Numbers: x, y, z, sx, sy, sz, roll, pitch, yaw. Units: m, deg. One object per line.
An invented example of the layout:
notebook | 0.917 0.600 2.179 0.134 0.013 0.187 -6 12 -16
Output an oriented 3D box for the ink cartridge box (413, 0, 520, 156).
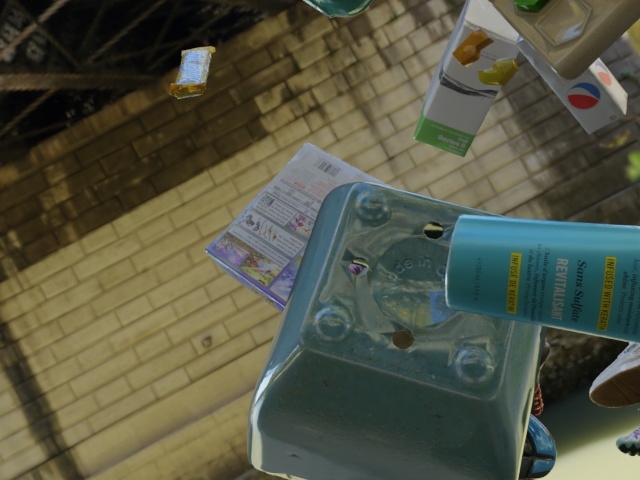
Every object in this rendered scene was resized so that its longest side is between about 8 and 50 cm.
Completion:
ink cartridge box | 0.287 -0.330 1.493 0.273 0.114 0.198 111 180 -47

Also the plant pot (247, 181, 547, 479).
plant pot | 0.074 0.084 0.675 0.252 0.246 0.248 85 -158 -62

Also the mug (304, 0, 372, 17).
mug | -0.003 -0.311 0.850 0.097 0.157 0.129 -57 -4 12

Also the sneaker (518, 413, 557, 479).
sneaker | 0.213 0.317 1.257 0.340 0.140 0.125 6 57 33

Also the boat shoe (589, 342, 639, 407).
boat shoe | 0.638 0.225 1.512 0.277 0.098 0.096 -41 25 30

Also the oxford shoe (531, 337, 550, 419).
oxford shoe | 0.383 0.275 1.457 0.097 0.098 0.271 -38 -25 -34

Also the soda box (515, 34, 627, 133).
soda box | 0.424 -0.286 1.315 0.073 0.216 0.069 -28 27 41

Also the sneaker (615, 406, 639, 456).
sneaker | 0.450 0.261 1.089 0.098 0.069 0.038 1 -46 -7

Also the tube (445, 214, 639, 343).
tube | 0.170 0.024 0.398 0.206 0.080 0.052 7 26 19

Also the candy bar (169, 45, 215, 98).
candy bar | -0.140 -0.187 0.862 0.040 0.018 0.161 -6 28 -1

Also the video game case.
video game case | 0.000 0.000 1.181 0.244 0.269 0.061 -47 -36 -16

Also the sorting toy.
sorting toy | 0.345 -0.352 1.181 0.307 0.229 0.041 -46 -35 23
